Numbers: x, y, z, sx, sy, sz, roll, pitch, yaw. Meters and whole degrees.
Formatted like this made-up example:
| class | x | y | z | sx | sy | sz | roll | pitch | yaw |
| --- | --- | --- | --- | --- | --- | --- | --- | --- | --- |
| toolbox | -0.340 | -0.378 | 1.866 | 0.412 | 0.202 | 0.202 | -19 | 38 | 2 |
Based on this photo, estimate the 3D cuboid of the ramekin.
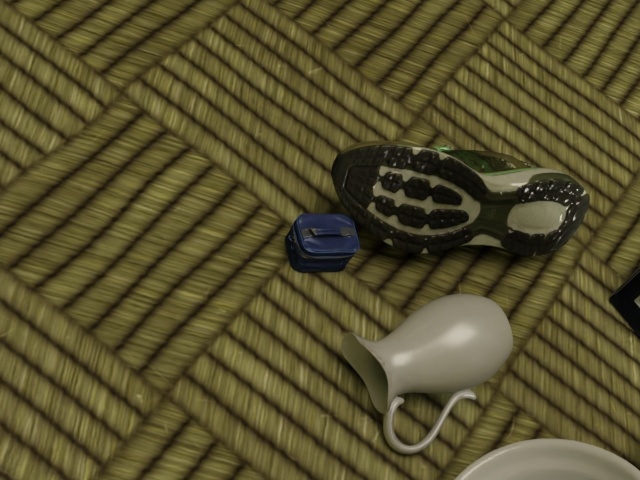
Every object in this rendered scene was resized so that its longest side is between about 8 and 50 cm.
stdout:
| class | x | y | z | sx | sy | sz | roll | pitch | yaw |
| --- | --- | --- | --- | --- | --- | --- | --- | --- | --- |
| ramekin | 0.271 | 0.381 | 1.437 | 0.277 | 0.135 | 0.277 | -8 | 44 | 8 |

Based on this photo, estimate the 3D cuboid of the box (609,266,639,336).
| class | x | y | z | sx | sy | sz | roll | pitch | yaw |
| --- | --- | --- | --- | --- | --- | --- | --- | --- | --- |
| box | 0.565 | 0.052 | 1.857 | 0.207 | 0.153 | 0.108 | -26 | 71 | -37 |

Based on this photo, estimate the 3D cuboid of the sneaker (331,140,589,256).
| class | x | y | z | sx | sy | sz | roll | pitch | yaw |
| --- | --- | --- | --- | --- | --- | --- | --- | --- | --- |
| sneaker | 0.182 | -0.079 | 1.798 | 0.410 | 0.158 | 0.182 | 10 | 23 | -29 |

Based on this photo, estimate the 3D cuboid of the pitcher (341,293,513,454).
| class | x | y | z | sx | sy | sz | roll | pitch | yaw |
| --- | --- | --- | --- | --- | --- | --- | --- | --- | --- |
| pitcher | 0.153 | 0.171 | 1.618 | 0.207 | 0.125 | 0.177 | -18 | 87 | -22 |

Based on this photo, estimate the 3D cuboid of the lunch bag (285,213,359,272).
| class | x | y | z | sx | sy | sz | roll | pitch | yaw |
| --- | --- | --- | --- | --- | --- | --- | --- | --- | --- |
| lunch bag | 0.000 | 0.000 | 1.687 | 0.098 | 0.065 | 0.067 | -1 | 58 | -26 |
